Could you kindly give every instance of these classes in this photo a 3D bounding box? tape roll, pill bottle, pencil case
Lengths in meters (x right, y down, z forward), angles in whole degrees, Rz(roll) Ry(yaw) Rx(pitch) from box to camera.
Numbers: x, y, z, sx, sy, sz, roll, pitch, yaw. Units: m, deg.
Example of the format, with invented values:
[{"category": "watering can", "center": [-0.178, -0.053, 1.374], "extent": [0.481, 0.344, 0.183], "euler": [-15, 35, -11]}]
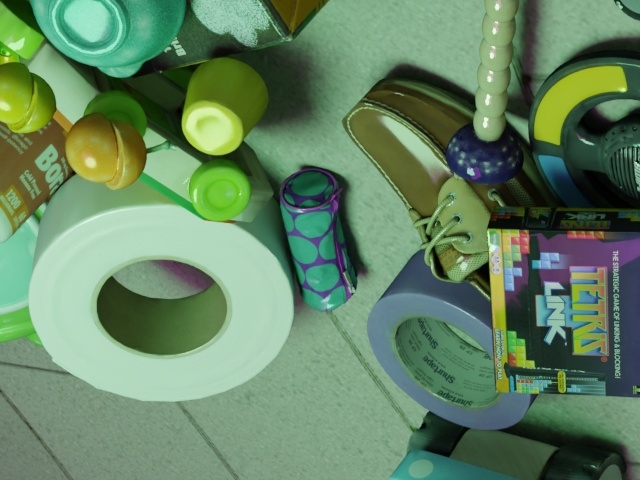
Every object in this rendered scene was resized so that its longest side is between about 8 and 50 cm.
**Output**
[{"category": "tape roll", "center": [0.147, 0.100, 1.763], "extent": [0.189, 0.080, 0.189], "euler": [25, 142, 21]}, {"category": "pill bottle", "center": [-0.309, -0.109, 1.813], "extent": [0.121, 0.216, 0.121], "euler": [33, 156, 17]}, {"category": "tape roll", "center": [-0.169, 0.042, 1.851], "extent": [0.286, 0.100, 0.286], "euler": [-1, 131, -1]}, {"category": "pencil case", "center": [0.000, 0.000, 1.798], "extent": [0.070, 0.064, 0.152], "euler": [17, 139, 30]}]

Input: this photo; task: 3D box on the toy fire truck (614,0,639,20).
[{"category": "toy fire truck", "center": [0.218, -0.300, 1.204], "extent": [0.246, 0.158, 0.217], "euler": [50, 146, 4]}]

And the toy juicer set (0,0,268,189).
[{"category": "toy juicer set", "center": [-0.208, -0.186, 1.418], "extent": [0.209, 0.089, 0.329], "euler": [-24, 117, 27]}]

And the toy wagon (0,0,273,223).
[{"category": "toy wagon", "center": [-0.196, -0.142, 1.624], "extent": [0.344, 0.068, 0.267], "euler": [33, -166, -26]}]

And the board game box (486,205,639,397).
[{"category": "board game box", "center": [0.222, 0.055, 1.518], "extent": [0.141, 0.048, 0.170], "euler": [1, 119, 15]}]

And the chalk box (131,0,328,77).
[{"category": "chalk box", "center": [-0.119, -0.271, 1.505], "extent": [0.289, 0.179, 0.180], "euler": [-4, 128, 46]}]

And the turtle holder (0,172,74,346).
[{"category": "turtle holder", "center": [-0.416, -0.019, 1.988], "extent": [0.320, 0.243, 0.227], "euler": [13, 138, 14]}]

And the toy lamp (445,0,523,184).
[{"category": "toy lamp", "center": [0.148, -0.174, 1.442], "extent": [0.080, 0.080, 0.275], "euler": [24, 137, 20]}]

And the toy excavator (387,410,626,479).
[{"category": "toy excavator", "center": [0.121, 0.357, 1.755], "extent": [0.222, 0.445, 0.433], "euler": [13, 138, 32]}]

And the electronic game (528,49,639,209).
[{"category": "electronic game", "center": [0.283, -0.067, 1.478], "extent": [0.229, 0.048, 0.229], "euler": [24, 142, 20]}]

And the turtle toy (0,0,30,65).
[{"category": "turtle toy", "center": [-0.301, -0.222, 1.771], "extent": [0.130, 0.066, 0.095], "euler": [31, 136, 33]}]

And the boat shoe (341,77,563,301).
[{"category": "boat shoe", "center": [0.151, -0.016, 1.591], "extent": [0.324, 0.120, 0.122], "euler": [39, 146, -1]}]
